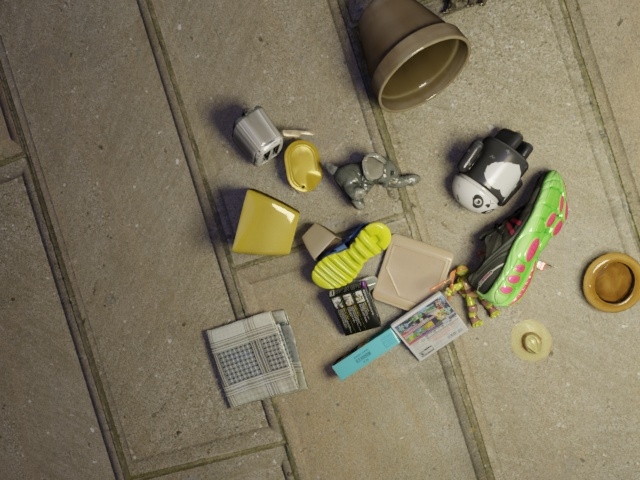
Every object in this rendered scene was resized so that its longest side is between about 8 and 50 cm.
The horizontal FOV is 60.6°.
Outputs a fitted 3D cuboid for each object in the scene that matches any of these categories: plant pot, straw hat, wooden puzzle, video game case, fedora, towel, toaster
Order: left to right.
[{"bbox_3d":[-0.229,0.429,1.976,0.324,0.056,0.313,-17,90,10],"label":"towel"},{"bbox_3d":[-0.211,-0.350,1.853,0.129,0.227,0.146,-37,88,-16],"label":"toaster"},{"bbox_3d":[-0.177,-0.050,1.876,0.187,0.212,0.212,16,95,-3],"label":"plant pot"},{"bbox_3d":[0.000,0.000,1.892,0.109,0.109,0.096,-47,72,9],"label":"plant pot"},{"bbox_3d":[0.262,-0.617,1.733,0.323,0.323,0.281,-32,70,10],"label":"plant pot"},{"bbox_3d":[0.315,0.119,1.872,0.220,0.044,0.239,19,91,9],"label":"wooden puzzle"},{"bbox_3d":[0.367,0.291,1.841,0.201,0.023,0.183,-36,112,10],"label":"video game case"},{"bbox_3d":[0.697,0.337,1.800,0.144,0.061,0.145,0,92,10],"label":"straw hat"},{"bbox_3d":[0.925,0.129,1.740,0.194,0.079,0.195,2,99,11],"label":"fedora"}]

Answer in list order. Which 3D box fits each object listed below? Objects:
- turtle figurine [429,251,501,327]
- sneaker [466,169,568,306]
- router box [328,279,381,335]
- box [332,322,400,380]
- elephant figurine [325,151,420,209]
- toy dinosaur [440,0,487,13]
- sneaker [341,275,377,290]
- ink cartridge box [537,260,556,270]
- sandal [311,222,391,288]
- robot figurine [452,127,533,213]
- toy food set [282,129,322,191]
[{"bbox_3d":[0.489,0.172,1.807,0.269,0.087,0.218,-27,93,-22],"label":"turtle figurine"},{"bbox_3d":[0.613,-0.030,1.717,0.202,0.185,0.483,22,73,47],"label":"sneaker"},{"bbox_3d":[0.119,0.234,1.869,0.133,0.046,0.179,-17,119,10],"label":"router box"},{"bbox_3d":[0.160,0.382,1.880,0.244,0.100,0.060,-35,85,10],"label":"box"},{"bbox_3d":[0.178,-0.225,1.837,0.239,0.186,0.169,-37,43,0],"label":"elephant figurine"},{"bbox_3d":[0.455,-0.828,1.758,0.313,0.121,0.161,-7,105,15],"label":"toy dinosaur"},{"bbox_3d":[0.125,0.155,1.890,0.152,0.061,0.054,-28,121,14],"label":"sneaker"},{"bbox_3d":[0.706,0.078,1.784,0.115,0.063,0.029,22,95,9],"label":"ink cartridge box"},{"bbox_3d":[0.104,0.046,1.861,0.317,0.138,0.126,-36,103,12],"label":"sandal"},{"bbox_3d":[0.546,-0.216,1.742,0.209,0.173,0.278,39,98,9],"label":"robot figurine"},{"bbox_3d":[-0.070,-0.277,1.911,0.128,0.071,0.218,-9,95,-16],"label":"toy food set"}]
